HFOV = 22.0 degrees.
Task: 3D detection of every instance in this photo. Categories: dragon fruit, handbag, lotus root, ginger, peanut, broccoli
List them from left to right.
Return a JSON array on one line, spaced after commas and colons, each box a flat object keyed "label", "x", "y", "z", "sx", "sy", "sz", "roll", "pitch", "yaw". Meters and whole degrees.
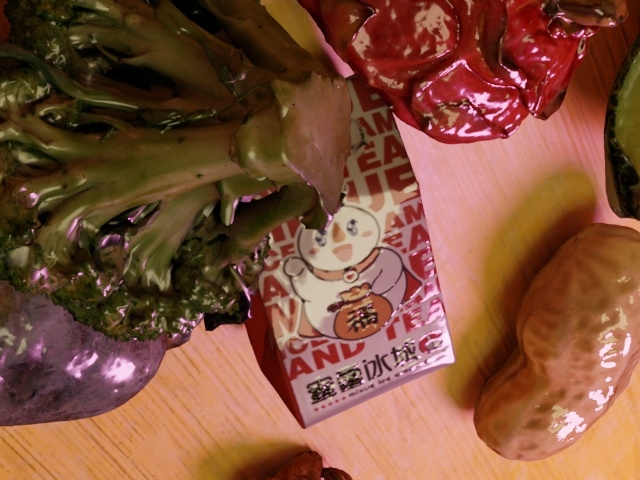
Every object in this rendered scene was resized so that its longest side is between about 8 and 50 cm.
[{"label": "lotus root", "x": -0.242, "y": 0.069, "z": 1.306, "sx": 0.349, "sy": 0.175, "sz": 0.175, "roll": 11, "pitch": 118, "yaw": -41}, {"label": "broccoli", "x": -0.114, "y": -0.083, "z": 1.175, "sx": 0.304, "sy": 0.283, "sz": 0.321, "roll": 2, "pitch": 91, "yaw": -51}, {"label": "ginger", "x": -0.025, "y": 0.266, "z": 1.700, "sx": 0.162, "sy": 0.073, "sz": 0.103, "roll": -3, "pitch": 140, "yaw": -42}, {"label": "handbag", "x": 0.000, "y": 0.000, "z": 1.431, "sx": 0.171, "sy": 0.151, "sz": 0.298, "roll": -23, "pitch": 129, "yaw": -9}, {"label": "dragon fruit", "x": 0.139, "y": -0.177, "z": 1.316, "sx": 0.317, "sy": 0.152, "sz": 0.205, "roll": 20, "pitch": 143, "yaw": -41}, {"label": "peanut", "x": 0.260, "y": 0.116, "z": 1.735, "sx": 0.147, "sy": 0.147, "sz": 0.305, "roll": -7, "pitch": 133, "yaw": -31}]

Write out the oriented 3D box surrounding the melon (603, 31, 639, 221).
[{"label": "melon", "x": 0.418, "y": -0.148, "z": 1.565, "sx": 0.343, "sy": 0.226, "sz": 0.331, "roll": -14, "pitch": 146, "yaw": -6}]
